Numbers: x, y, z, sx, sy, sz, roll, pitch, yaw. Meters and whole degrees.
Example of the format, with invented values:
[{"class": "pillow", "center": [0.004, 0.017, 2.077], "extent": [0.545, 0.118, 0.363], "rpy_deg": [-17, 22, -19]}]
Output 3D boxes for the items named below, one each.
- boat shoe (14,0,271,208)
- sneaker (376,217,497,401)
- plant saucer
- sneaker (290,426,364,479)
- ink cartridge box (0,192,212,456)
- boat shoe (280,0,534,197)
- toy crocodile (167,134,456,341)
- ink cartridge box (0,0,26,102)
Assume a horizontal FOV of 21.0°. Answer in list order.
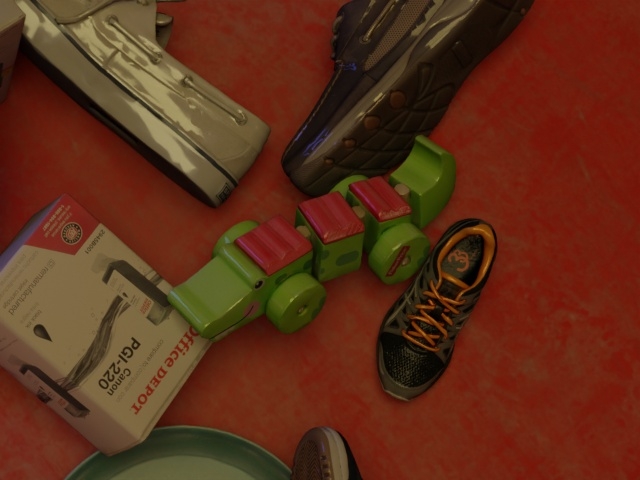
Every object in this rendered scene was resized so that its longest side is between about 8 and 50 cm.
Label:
[{"class": "boat shoe", "center": [-0.200, -0.208, 1.807], "extent": [0.367, 0.136, 0.156], "rpy_deg": [40, 80, 1]}, {"class": "sneaker", "center": [0.122, 0.066, 1.804], "extent": [0.084, 0.083, 0.215], "rpy_deg": [25, 81, -1]}, {"class": "plant saucer", "center": [-0.141, 0.348, 1.757], "extent": [0.317, 0.044, 0.318], "rpy_deg": [1, 81, -4]}, {"class": "sneaker", "center": [0.065, 0.316, 1.720], "extent": [0.153, 0.099, 0.282], "rpy_deg": [-8, 88, -26]}, {"class": "ink cartridge box", "center": [-0.232, 0.086, 1.724], "extent": [0.218, 0.092, 0.158], "rpy_deg": [44, 57, -14]}, {"class": "boat shoe", "center": [0.080, -0.197, 1.842], "extent": [0.355, 0.132, 0.130], "rpy_deg": [-46, 60, -6]}, {"class": "toy crocodile", "center": [0.000, 0.000, 1.760], "extent": [0.340, 0.105, 0.115], "rpy_deg": [-25, 54, -24]}, {"class": "ink cartridge box", "center": [-0.388, -0.220, 1.752], "extent": [0.093, 0.212, 0.154], "rpy_deg": [-35, 83, -25]}]
